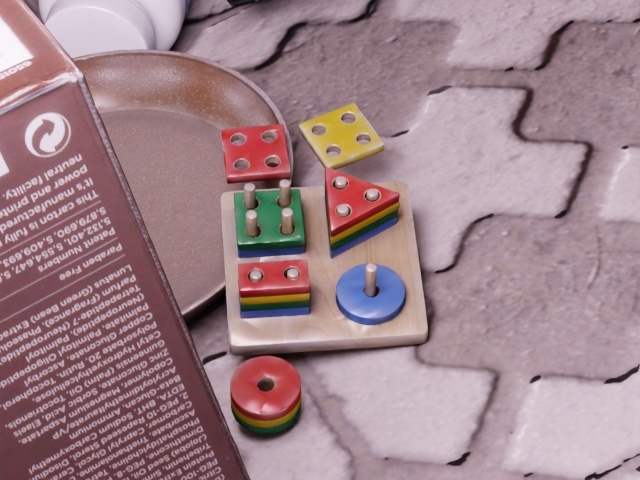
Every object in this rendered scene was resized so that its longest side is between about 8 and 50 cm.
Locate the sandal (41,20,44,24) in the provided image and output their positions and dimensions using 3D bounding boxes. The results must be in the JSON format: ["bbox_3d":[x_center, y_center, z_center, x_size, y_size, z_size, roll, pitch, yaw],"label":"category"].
[{"bbox_3d":[-0.249,-0.122,1.553,0.097,0.054,0.254,-18,38,-1],"label":"sandal"}]

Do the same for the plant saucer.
[{"bbox_3d":[-0.168,-0.021,1.377,0.310,0.050,0.310,-8,45,8],"label":"plant saucer"}]

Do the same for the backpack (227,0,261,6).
[{"bbox_3d":[0.004,-0.346,1.594,0.276,0.213,0.263,-14,26,-8],"label":"backpack"}]

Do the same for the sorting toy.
[{"bbox_3d":[0.000,0.000,1.262,0.132,0.046,0.274,-3,51,-3],"label":"sorting toy"}]

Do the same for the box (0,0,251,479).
[{"bbox_3d":[-0.159,0.047,1.042,0.143,0.381,0.191,-30,38,-11],"label":"box"}]

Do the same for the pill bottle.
[{"bbox_3d":[-0.169,-0.221,1.588,0.124,0.124,0.221,-6,39,16],"label":"pill bottle"}]
